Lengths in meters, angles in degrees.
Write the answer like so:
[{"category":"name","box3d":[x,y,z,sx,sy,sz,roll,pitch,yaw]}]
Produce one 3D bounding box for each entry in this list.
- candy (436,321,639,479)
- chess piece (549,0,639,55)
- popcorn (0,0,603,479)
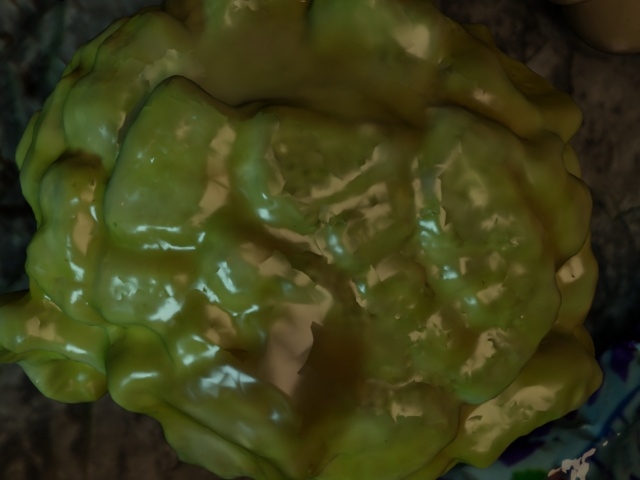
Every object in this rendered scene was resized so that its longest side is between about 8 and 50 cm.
[{"category":"candy","box3d":[0.114,0.137,0.568,0.275,0.070,0.145,-33,116,-15]},{"category":"chess piece","box3d":[0.130,-0.174,0.507,0.307,0.124,0.139,39,52,-25]},{"category":"popcorn","box3d":[-0.008,0.009,0.441,0.235,0.181,0.217,40,85,-16]}]
